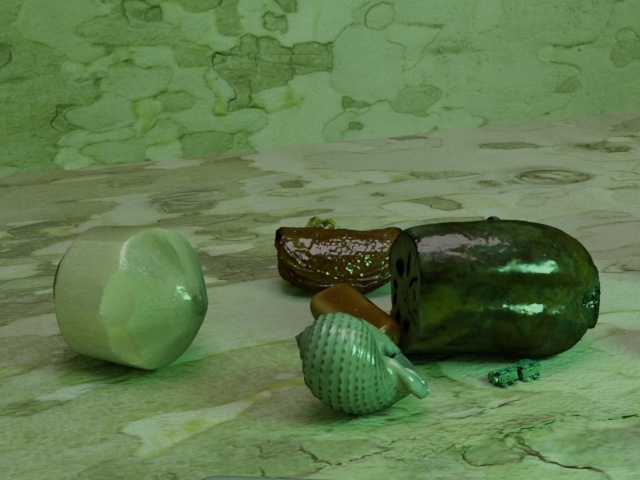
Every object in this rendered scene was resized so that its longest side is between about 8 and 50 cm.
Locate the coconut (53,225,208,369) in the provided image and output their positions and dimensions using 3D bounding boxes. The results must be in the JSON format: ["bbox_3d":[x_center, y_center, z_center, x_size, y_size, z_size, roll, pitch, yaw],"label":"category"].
[{"bbox_3d":[-0.300,0.090,1.752,0.265,0.238,0.237,10,20,30],"label":"coconut"}]

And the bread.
[{"bbox_3d":[0.060,0.144,1.817,0.092,0.074,0.239,-24,23,-14],"label":"bread"}]

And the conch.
[{"bbox_3d":[0.051,0.193,1.560,0.200,0.131,0.172,43,3,8],"label":"conch"}]

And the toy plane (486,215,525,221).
[{"bbox_3d":[0.403,0.010,2.219,0.254,0.105,0.271,7,7,-25],"label":"toy plane"}]

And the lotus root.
[{"bbox_3d":[0.292,0.082,1.762,0.345,0.251,0.250,2,16,-5],"label":"lotus root"}]

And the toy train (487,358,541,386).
[{"bbox_3d":[0.305,0.207,1.672,0.092,0.029,0.045,-10,11,-25],"label":"toy train"}]

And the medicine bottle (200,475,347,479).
[{"bbox_3d":[-0.031,0.323,0.964,0.378,0.214,0.213,1,16,6],"label":"medicine bottle"}]

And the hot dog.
[{"bbox_3d":[0.044,0.033,2.125,0.272,0.122,0.196,0,18,-9],"label":"hot dog"}]

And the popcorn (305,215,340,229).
[{"bbox_3d":[0.001,0.001,2.307,0.109,0.089,0.097,-9,29,-36],"label":"popcorn"}]
